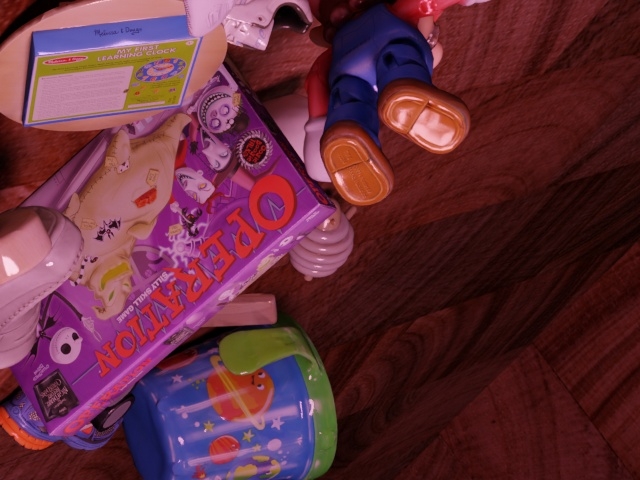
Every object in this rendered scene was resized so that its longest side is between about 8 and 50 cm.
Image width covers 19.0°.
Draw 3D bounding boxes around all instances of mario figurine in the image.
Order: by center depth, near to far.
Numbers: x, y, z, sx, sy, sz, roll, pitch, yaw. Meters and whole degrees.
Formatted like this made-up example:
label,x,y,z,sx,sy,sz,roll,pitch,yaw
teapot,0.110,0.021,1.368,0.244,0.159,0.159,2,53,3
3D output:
label,x,y,z,sx,sy,sz,roll,pitch,yaw
mario figurine,0.078,-0.156,1.724,0.198,0.320,0.170,-4,128,3

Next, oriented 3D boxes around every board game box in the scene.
label,x,y,z,sx,sy,sz,roll,pitch,yaw
board game box,-0.172,0.000,1.802,0.347,0.208,0.056,-41,162,14

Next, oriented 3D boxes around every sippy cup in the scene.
label,x,y,z,sx,sy,sz,roll,pitch,yaw
sippy cup,-0.130,0.228,2.490,0.224,0.240,0.305,-14,116,-26

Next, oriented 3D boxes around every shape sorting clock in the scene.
label,x,y,z,sx,sy,sz,roll,pitch,yaw
shape sorting clock,-0.180,-0.151,1.615,0.206,0.040,0.206,-13,160,-5

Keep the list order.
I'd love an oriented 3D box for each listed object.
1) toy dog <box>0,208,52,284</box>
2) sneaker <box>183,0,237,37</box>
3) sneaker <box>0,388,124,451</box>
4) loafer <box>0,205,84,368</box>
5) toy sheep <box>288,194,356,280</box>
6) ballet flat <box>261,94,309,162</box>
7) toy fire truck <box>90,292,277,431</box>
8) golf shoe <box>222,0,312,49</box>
label,x,y,z,sx,sy,sz,roll,pitch,yaw
toy dog,-0.387,0.012,1.523,0.334,0.220,0.161,-14,-174,-35
sneaker,-0.034,-0.255,1.526,0.210,0.137,0.366,-37,158,6
sneaker,-0.296,0.202,2.317,0.087,0.083,0.221,-47,162,18
loafer,-0.296,0.057,1.735,0.319,0.111,0.112,-25,-148,50
toy sheep,0.000,0.000,2.334,0.091,0.091,0.132,-24,141,-33
ballet flat,-0.171,-0.021,1.918,0.400,0.139,0.139,-37,163,8
toy fire truck,-0.178,0.085,2.149,0.246,0.158,0.217,-40,166,-27
golf shoe,-0.079,-0.201,1.658,0.176,0.086,0.069,-20,159,-36
